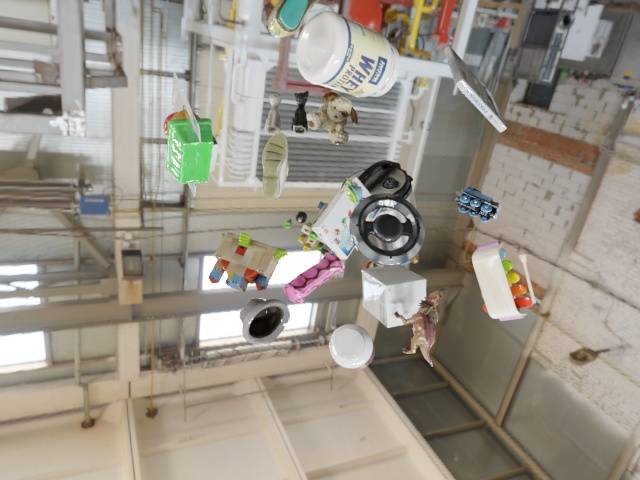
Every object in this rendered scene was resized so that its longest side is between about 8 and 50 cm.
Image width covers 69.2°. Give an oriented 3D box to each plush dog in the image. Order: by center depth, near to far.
[{"bbox_3d":[0.085,-0.677,2.479,0.262,0.225,0.211,32,-128,-16],"label":"plush dog"}]

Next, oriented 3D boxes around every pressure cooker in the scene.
[{"bbox_3d":[0.295,-0.183,2.324,0.375,0.421,0.370,-13,-144,9],"label":"pressure cooker"}]

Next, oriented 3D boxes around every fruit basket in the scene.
[{"bbox_3d":[-0.497,-0.396,1.729,0.165,0.327,0.353,-5,-130,-25],"label":"fruit basket"}]

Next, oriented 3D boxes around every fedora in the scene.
[{"bbox_3d":[-0.285,0.363,2.214,0.124,0.244,0.275,36,-171,36],"label":"fedora"}]

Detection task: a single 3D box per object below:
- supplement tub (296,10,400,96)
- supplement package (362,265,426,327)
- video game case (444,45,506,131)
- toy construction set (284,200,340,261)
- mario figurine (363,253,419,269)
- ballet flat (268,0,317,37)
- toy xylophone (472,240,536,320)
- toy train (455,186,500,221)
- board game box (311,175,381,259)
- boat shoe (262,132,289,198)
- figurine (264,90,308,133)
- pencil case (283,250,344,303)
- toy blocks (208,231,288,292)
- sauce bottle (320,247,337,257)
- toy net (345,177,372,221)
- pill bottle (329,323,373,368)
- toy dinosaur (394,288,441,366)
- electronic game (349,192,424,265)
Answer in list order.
[{"bbox_3d":[0.103,-0.642,1.640,0.324,0.236,0.235,0,-157,-42],"label":"supplement tub"},{"bbox_3d":[0.333,0.245,2.130,0.199,0.198,0.262,-8,-166,-17],"label":"supplement package"},{"bbox_3d":[0.631,-0.626,1.908,0.300,0.036,0.329,35,-144,-26],"label":"video game case"},{"bbox_3d":[0.000,0.000,2.151,0.309,0.257,0.237,50,-154,-14],"label":"toy construction set"},{"bbox_3d":[0.351,0.127,2.445,0.170,0.320,0.198,34,-145,-36],"label":"mario figurine"},{"bbox_3d":[-0.070,-0.805,1.536,0.123,0.349,0.123,25,161,9],"label":"ballet flat"},{"bbox_3d":[0.718,0.162,1.807,0.081,0.323,0.236,-12,-178,-44],"label":"toy xylophone"},{"bbox_3d":[0.650,-0.148,1.904,0.184,0.080,0.105,31,-124,34],"label":"toy train"},{"bbox_3d":[0.116,-0.097,1.953,0.053,0.193,0.305,-8,-140,56],"label":"board game box"},{"bbox_3d":[-0.203,-0.346,2.136,0.113,0.302,0.103,17,-161,12],"label":"boat shoe"},{"bbox_3d":[-0.162,-0.626,2.241,0.214,0.210,0.092,2,166,10],"label":"figurine"},{"bbox_3d":[-0.019,0.128,1.560,0.209,0.095,0.098,-37,-149,-23],"label":"pencil case"},{"bbox_3d":[-0.376,0.125,2.255,0.381,0.191,0.261,17,-113,17],"label":"toy blocks"},{"bbox_3d":[0.036,0.075,2.461,0.128,0.042,0.042,36,-154,0],"label":"sauce bottle"},{"bbox_3d":[0.143,-0.109,1.676,0.045,0.232,0.122,-30,-153,-9],"label":"toy net"},{"bbox_3d":[0.138,0.458,1.990,0.181,0.182,0.323,15,167,13],"label":"pill bottle"},{"bbox_3d":[0.422,0.356,1.877,0.127,0.296,0.200,4,158,-31],"label":"toy dinosaur"},{"bbox_3d":[0.199,-0.035,1.382,0.229,0.229,0.048,7,160,-5],"label":"electronic game"}]
